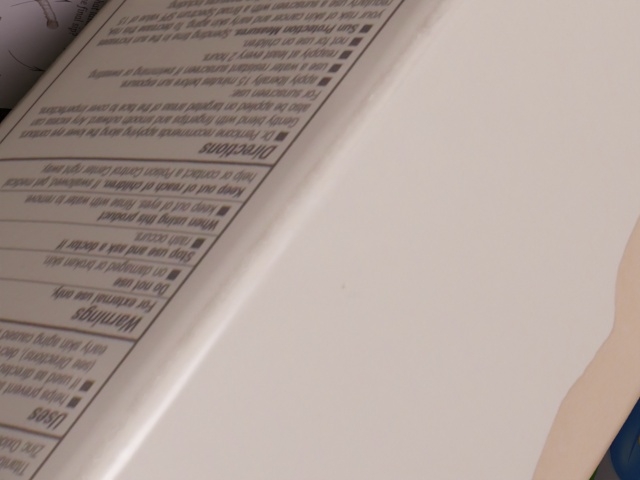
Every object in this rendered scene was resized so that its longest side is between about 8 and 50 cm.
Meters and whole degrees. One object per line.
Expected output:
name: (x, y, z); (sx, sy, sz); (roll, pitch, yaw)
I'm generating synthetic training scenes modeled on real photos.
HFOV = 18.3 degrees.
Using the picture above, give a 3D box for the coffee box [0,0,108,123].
coffee box: (-0.161, -0.119, 0.594); (0.247, 0.098, 0.141); (6, 57, -25)

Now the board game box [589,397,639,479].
board game box: (0.141, 0.121, 0.562); (0.142, 0.144, 0.275); (16, 52, -17)

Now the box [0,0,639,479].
box: (0.000, 0.000, 0.504); (0.311, 0.148, 0.121); (-53, 124, -25)
